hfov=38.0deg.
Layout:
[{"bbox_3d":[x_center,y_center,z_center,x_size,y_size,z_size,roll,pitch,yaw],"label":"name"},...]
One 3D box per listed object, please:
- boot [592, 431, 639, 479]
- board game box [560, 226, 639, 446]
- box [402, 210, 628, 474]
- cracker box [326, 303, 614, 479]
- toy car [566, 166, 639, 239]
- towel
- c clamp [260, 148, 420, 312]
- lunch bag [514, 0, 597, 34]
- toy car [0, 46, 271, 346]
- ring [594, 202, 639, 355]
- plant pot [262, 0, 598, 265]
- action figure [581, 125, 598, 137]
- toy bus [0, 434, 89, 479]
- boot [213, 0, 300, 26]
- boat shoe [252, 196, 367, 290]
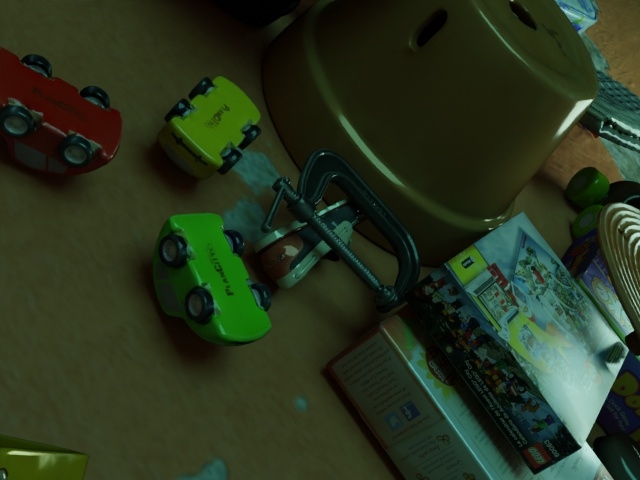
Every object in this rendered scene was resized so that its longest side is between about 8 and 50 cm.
[{"bbox_3d":[0.356,0.256,0.803,0.083,0.161,0.246,0,58,-49],"label":"boot"},{"bbox_3d":[0.379,0.157,0.996,0.347,0.078,0.233,52,34,2],"label":"board game box"},{"bbox_3d":[0.168,0.069,0.754,0.159,0.044,0.233,55,27,7],"label":"box"},{"bbox_3d":[0.126,0.151,0.724,0.232,0.067,0.156,54,32,7],"label":"cracker box"},{"bbox_3d":[0.428,-0.045,1.142,0.155,0.188,0.149,34,38,-22],"label":"toy car"},{"bbox_3d":[0.353,-0.210,1.244,0.324,0.056,0.312,8,30,-44],"label":"towel"},{"bbox_3d":[0.021,-0.002,0.717,0.161,0.022,0.137,43,37,-24],"label":"c clamp"},{"bbox_3d":[0.327,-0.394,1.443,0.219,0.090,0.176,5,54,-46],"label":"lunch bag"},{"bbox_3d":[-0.107,-0.021,0.638,0.239,0.053,0.225,-5,62,-49],"label":"toy car"},{"bbox_3d":[0.381,0.106,0.934,0.336,0.032,0.336,34,35,-28],"label":"ring"},{"bbox_3d":[0.119,-0.151,0.882,0.291,0.203,0.291,29,39,-27],"label":"plant pot"},{"bbox_3d":[0.373,-0.195,1.365,0.115,0.030,0.038,30,42,-23],"label":"action figure"},{"bbox_3d":[-0.159,0.163,0.355,0.191,0.202,0.104,56,4,20],"label":"toy bus"},{"bbox_3d":[-0.069,-0.321,0.752,0.348,0.260,0.131,22,68,-36],"label":"boot"},{"bbox_3d":[0.000,0.000,0.742,0.043,0.049,0.137,57,37,4],"label":"boat shoe"}]
